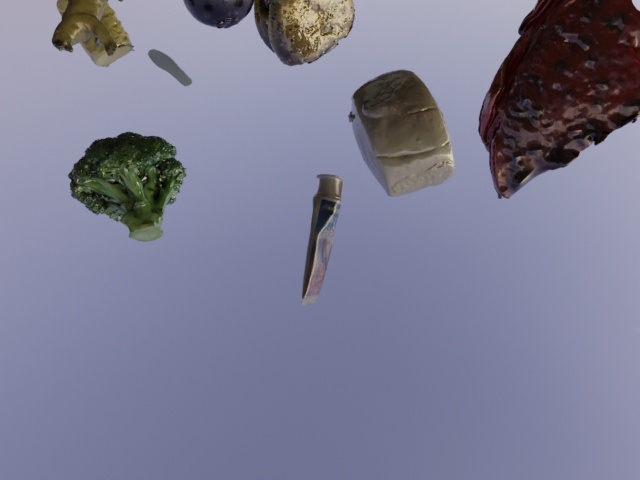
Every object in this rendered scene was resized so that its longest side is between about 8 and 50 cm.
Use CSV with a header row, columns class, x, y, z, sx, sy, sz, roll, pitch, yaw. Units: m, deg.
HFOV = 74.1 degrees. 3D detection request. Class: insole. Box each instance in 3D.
class,x,y,z,sx,sy,sz,roll,pitch,yaw
insole,-0.459,-0.528,1.301,0.053,0.153,0.002,-26,-127,21

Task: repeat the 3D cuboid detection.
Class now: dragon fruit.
class,x,y,z,sx,sy,sz,roll,pitch,yaw
dragon fruit,0.352,-0.268,0.725,0.228,0.286,0.329,43,-148,-10

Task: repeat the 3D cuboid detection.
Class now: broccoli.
class,x,y,z,sx,sy,sz,roll,pitch,yaw
broccoli,-0.447,-0.123,1.023,0.270,0.270,0.269,-16,-110,-17

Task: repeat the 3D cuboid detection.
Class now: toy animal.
class,x,y,z,sx,sy,sz,roll,pitch,yaw
toy animal,-0.460,-0.449,0.835,0.103,0.101,0.218,2,-99,37

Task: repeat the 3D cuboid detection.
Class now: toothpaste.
class,x,y,z,sx,sy,sz,roll,pitch,yaw
toothpaste,0.000,0.000,0.867,0.061,0.096,0.265,9,-92,19

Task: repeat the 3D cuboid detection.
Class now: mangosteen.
class,x,y,z,sx,sy,sz,roll,pitch,yaw
mangosteen,-0.276,-0.681,1.111,0.194,0.230,0.194,-17,-176,1

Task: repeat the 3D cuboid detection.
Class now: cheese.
class,x,y,z,sx,sy,sz,roll,pitch,yaw
cheese,-0.579,-0.552,1.094,0.123,0.167,0.094,-28,-166,9

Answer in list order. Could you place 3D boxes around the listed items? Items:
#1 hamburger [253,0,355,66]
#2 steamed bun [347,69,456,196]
class,x,y,z,sx,sy,sz,roll,pitch,yaw
hamburger,-0.063,-0.763,1.392,0.318,0.276,0.195,-39,-129,-4
steamed bun,0.212,-0.325,1.166,0.247,0.236,0.383,-19,-123,7
